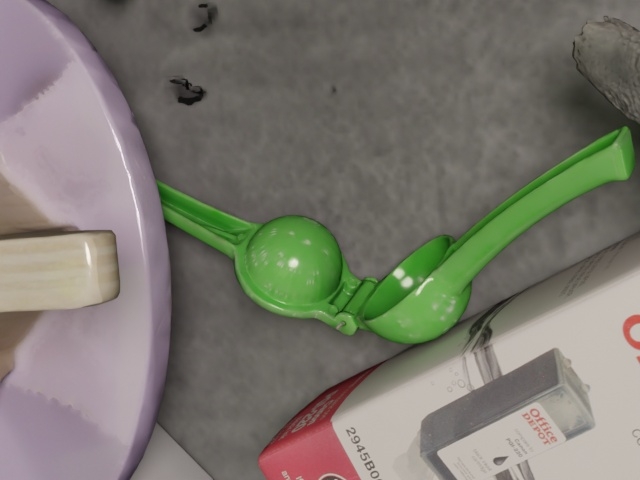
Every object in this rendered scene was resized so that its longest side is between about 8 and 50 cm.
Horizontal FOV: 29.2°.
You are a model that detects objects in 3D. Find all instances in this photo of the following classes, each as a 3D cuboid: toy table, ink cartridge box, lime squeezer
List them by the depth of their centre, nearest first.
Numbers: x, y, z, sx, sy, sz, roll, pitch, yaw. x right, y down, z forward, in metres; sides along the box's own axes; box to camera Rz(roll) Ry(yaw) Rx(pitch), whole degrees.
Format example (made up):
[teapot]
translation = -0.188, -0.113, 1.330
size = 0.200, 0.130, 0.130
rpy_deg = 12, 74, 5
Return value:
[toy table]
translation = -0.174, 0.018, 0.532
size = 0.252, 0.161, 0.274
rpy_deg = -16, 90, 17
[ink cartridge box]
translation = 0.106, 0.107, 0.548
size = 0.218, 0.092, 0.159
rpy_deg = -30, 90, 27
[lime squeezer]
translation = 0.000, 0.000, 0.564
size = 0.310, 0.059, 0.110
rpy_deg = 5, 147, 36

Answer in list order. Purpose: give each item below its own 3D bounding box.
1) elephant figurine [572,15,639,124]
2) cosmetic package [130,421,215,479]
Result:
[elephant figurine]
translation = 0.254, -0.067, 0.415
size = 0.239, 0.186, 0.169
rpy_deg = -46, 39, 17
[cosmetic package]
translation = -0.138, 0.254, 0.701
size = 0.377, 0.097, 0.284
rpy_deg = 43, 114, 9
